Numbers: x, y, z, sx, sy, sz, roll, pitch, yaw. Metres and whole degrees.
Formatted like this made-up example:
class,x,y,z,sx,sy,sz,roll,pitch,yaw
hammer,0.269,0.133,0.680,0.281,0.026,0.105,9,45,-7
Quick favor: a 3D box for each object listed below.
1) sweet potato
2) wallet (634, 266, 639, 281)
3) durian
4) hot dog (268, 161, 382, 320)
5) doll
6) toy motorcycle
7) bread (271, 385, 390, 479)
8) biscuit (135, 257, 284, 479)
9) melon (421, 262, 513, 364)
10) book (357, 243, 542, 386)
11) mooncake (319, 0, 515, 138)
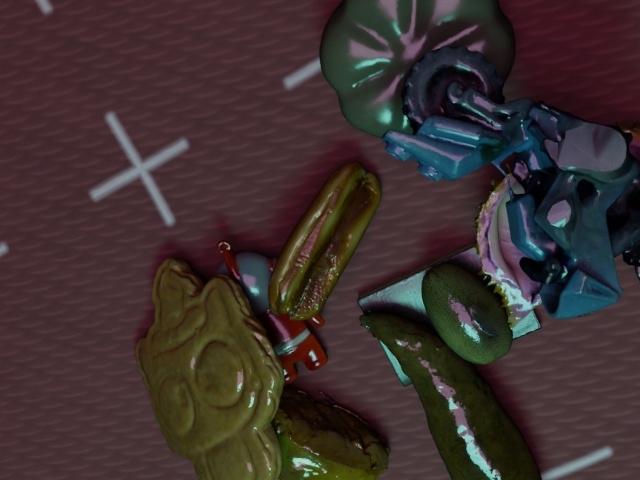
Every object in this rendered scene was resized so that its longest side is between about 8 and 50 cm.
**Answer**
class,x,y,z,sx,sy,sz,roll,pitch,yaw
sweet potato,0.209,0.267,1.417,0.130,0.130,0.423,-31,97,14
wallet,0.600,0.063,1.355,0.309,0.042,0.165,33,103,-1
durian,0.343,-0.051,1.340,0.341,0.112,0.191,-39,85,6
hot dog,0.000,0.000,1.394,0.100,0.068,0.249,32,87,-37
doll,-0.086,0.102,1.453,0.142,0.076,0.245,-30,101,12
toy motorcycle,0.261,-0.059,1.204,0.416,0.172,0.232,32,87,-5
bread,-0.033,0.320,1.458,0.260,0.147,0.160,29,103,1
biscuit,-0.167,0.198,1.418,0.269,0.051,0.376,-35,70,35
melon,0.206,0.102,1.370,0.099,0.099,0.162,-36,94,14
book,0.190,0.106,1.436,0.228,0.024,0.160,-26,98,13
mooncake,0.129,-0.258,1.310,0.275,0.135,0.275,3,107,9
